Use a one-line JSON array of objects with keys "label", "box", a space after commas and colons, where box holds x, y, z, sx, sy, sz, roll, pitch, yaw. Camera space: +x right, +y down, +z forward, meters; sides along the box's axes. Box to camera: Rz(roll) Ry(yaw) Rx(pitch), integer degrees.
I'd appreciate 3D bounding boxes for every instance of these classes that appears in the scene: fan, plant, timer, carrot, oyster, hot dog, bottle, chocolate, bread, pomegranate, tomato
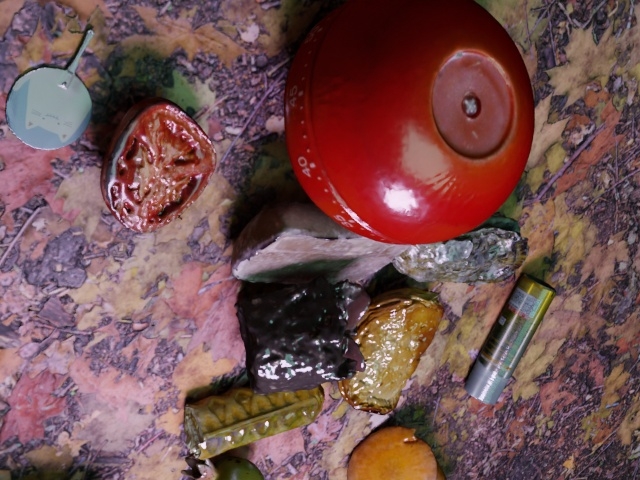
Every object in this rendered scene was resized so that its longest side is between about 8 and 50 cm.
[{"label": "fan", "box": [-0.340, -0.199, 1.107, 0.113, 0.005, 0.175, 23, 101, -40]}, {"label": "plant", "box": [-0.021, 0.158, 1.392, 0.234, 0.178, 0.204, -5, 160, -14]}, {"label": "timer", "box": [0.134, -0.181, 1.233, 0.378, 0.279, 0.378, 0, 90, -34]}, {"label": "carrot", "box": [0.185, 0.523, 1.796, 0.196, 0.196, 0.254, -45, 143, -6]}, {"label": "oyster", "box": [0.236, 0.002, 1.541, 0.351, 0.158, 0.162, 12, 110, -26]}, {"label": "hot dog", "box": [0.127, 0.192, 1.588, 0.175, 0.114, 0.259, 21, 100, -36]}, {"label": "bottle", "box": [0.404, 0.213, 1.812, 0.082, 0.082, 0.286, 16, 104, -40]}, {"label": "chocolate", "box": [0.000, 0.000, 1.377, 0.303, 0.100, 0.185, 5, 148, -36]}, {"label": "bread", "box": [-0.111, 0.304, 1.497, 0.269, 0.098, 0.087, -12, 160, -30]}, {"label": "pomegranate", "box": [-0.175, 0.446, 1.506, 0.159, 0.129, 0.129, 18, 103, -33]}, {"label": "tomato", "box": [-0.243, -0.108, 1.175, 0.174, 0.082, 0.166, -52, 136, -6]}]
